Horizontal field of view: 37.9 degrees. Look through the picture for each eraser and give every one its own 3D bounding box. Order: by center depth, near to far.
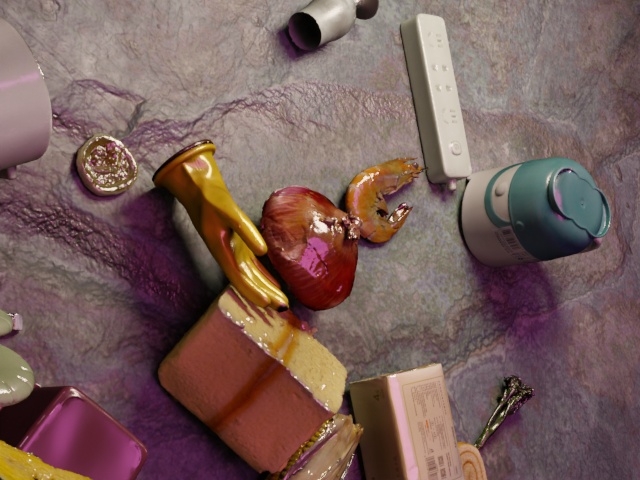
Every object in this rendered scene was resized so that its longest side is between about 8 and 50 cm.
[{"bbox_3d":[-0.456,0.112,1.282,0.099,0.019,0.027,5,75,-39],"label":"eraser"}]

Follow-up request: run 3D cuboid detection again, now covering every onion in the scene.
[{"bbox_3d":[0.000,0.000,1.586,0.230,0.163,0.230,52,16,-22],"label":"onion"}]

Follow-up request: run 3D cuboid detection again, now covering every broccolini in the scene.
[{"bbox_3d":[0.367,0.361,1.939,0.201,0.058,0.074,-41,92,-24],"label":"broccolini"}]

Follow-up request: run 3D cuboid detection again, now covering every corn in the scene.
[{"bbox_3d":[-0.028,0.403,1.511,0.123,0.122,0.305,44,51,-14],"label":"corn"}]

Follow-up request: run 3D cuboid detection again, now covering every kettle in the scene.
[{"bbox_3d":[-0.535,-0.133,1.187,0.205,0.265,0.318,45,45,17],"label":"kettle"}]

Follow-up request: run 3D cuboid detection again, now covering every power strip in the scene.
[{"bbox_3d":[0.250,-0.292,1.987,0.091,0.062,0.385,-3,80,-39],"label":"power strip"}]

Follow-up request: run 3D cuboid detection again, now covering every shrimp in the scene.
[{"bbox_3d":[0.136,-0.091,1.836,0.249,0.068,0.150,-38,117,-36],"label":"shrimp"}]

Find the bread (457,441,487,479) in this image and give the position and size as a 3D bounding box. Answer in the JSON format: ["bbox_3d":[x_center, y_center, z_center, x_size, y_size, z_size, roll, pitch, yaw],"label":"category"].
[{"bbox_3d":[0.266,0.463,1.790,0.122,0.073,0.149,3,77,-43],"label":"bread"}]

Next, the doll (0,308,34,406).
[{"bbox_3d":[-0.491,0.128,1.105,0.268,0.284,0.216,13,105,-30],"label":"doll"}]

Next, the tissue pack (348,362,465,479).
[{"bbox_3d":[0.157,0.353,1.688,0.159,0.125,0.234,-6,81,-43],"label":"tissue pack"}]

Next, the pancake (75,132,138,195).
[{"bbox_3d":[-0.333,-0.116,1.454,0.108,0.017,0.108,15,65,-36],"label":"pancake"}]

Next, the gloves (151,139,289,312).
[{"bbox_3d":[-0.137,-0.008,1.474,0.294,0.116,0.133,55,20,7],"label":"gloves"}]

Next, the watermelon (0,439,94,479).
[{"bbox_3d":[-0.311,0.313,1.088,0.301,0.123,0.129,35,36,-32],"label":"watermelon"}]

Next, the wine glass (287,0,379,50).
[{"bbox_3d":[0.025,-0.438,1.806,0.202,0.093,0.093,-39,105,-43],"label":"wine glass"}]

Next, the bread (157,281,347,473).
[{"bbox_3d":[-0.100,0.205,1.503,0.263,0.198,0.236,44,21,-6],"label":"bread"}]

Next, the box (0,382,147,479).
[{"bbox_3d":[-0.373,0.328,1.200,0.193,0.167,0.294,46,53,-21],"label":"box"}]

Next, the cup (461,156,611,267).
[{"bbox_3d":[0.473,-0.048,1.994,0.290,0.258,0.219,30,65,-32],"label":"cup"}]
